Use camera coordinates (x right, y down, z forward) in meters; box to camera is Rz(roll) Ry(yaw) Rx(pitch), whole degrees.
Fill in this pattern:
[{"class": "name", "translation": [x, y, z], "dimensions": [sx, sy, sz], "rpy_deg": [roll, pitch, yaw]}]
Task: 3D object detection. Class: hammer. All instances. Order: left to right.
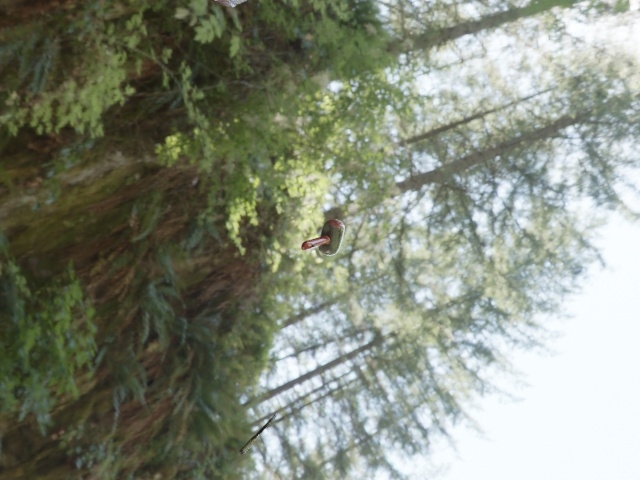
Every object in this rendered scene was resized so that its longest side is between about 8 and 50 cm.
[{"class": "hammer", "translation": [0.000, 0.000, 0.929], "dimensions": [0.031, 0.083, 0.053], "rpy_deg": [25, -66, 30]}]

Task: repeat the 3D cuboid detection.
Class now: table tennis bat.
[{"class": "table tennis bat", "translation": [-0.089, 0.281, 0.993], "dimensions": [0.007, 0.083, 0.050], "rpy_deg": [44, -46, 6]}]

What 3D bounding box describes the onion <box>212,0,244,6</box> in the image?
[{"class": "onion", "translation": [-0.137, -0.386, 0.875], "dimensions": [0.098, 0.206, 0.151], "rpy_deg": [40, -73, 36]}]
